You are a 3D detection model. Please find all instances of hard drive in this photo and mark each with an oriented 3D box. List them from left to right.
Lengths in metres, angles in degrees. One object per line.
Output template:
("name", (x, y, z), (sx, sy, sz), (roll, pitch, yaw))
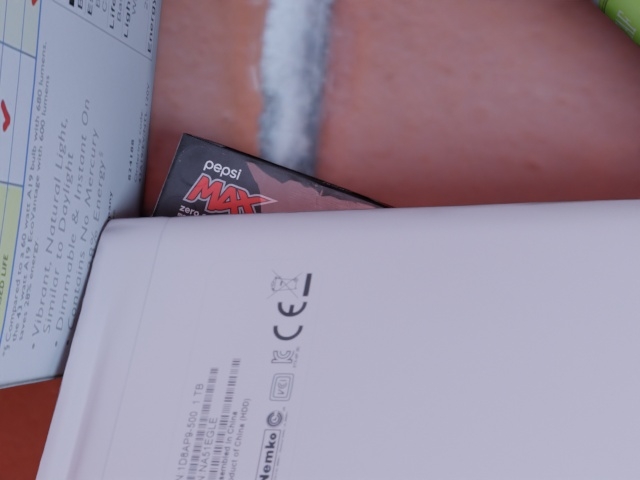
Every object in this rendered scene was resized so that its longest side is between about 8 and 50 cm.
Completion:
("hard drive", (0.049, 0.090, 0.593), (0.353, 0.047, 0.233), (-2, 57, 19))

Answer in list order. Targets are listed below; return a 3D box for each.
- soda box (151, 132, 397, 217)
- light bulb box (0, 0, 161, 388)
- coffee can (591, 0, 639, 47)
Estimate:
("soda box", (0.000, 0.000, 0.727), (0.169, 0.053, 0.060), (21, 92, 11))
("light bulb box", (-0.224, -0.118, 0.615), (0.225, 0.361, 0.358), (5, 89, 10))
("coffee can", (0.185, -0.186, 0.624), (0.201, 0.201, 0.275), (-45, 81, 6))
